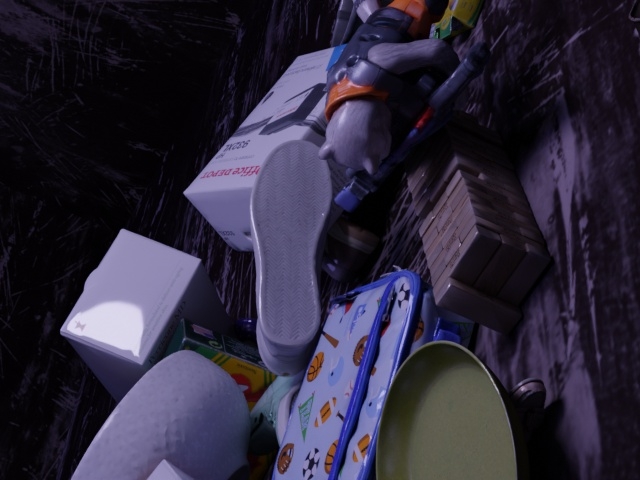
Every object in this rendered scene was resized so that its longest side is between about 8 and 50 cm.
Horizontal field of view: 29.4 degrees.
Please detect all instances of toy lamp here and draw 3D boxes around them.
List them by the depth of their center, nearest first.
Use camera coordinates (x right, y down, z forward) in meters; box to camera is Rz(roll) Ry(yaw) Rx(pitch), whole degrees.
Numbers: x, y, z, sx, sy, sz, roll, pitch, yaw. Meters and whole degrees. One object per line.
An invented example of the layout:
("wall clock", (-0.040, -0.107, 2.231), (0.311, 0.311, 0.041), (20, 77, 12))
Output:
("toy lamp", (-0.139, 0.261, 1.940), (0.080, 0.080, 0.274), (-41, 28, 56))

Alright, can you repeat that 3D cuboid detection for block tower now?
("block tower", (0.166, -0.038, 1.357), (0.097, 0.091, 0.335), (-59, 18, 27))

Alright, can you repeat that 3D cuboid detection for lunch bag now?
("lunch bag", (0.061, 0.178, 1.363), (0.243, 0.115, 0.303), (-25, 45, 63))

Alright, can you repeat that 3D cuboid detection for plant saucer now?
("plant saucer", (0.125, 0.213, 1.130), (0.241, 0.037, 0.241), (-12, 77, 62))

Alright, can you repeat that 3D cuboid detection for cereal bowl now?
("cereal bowl", (-0.187, 0.316, 1.539), (0.339, 0.141, 0.339), (-57, -15, -25))

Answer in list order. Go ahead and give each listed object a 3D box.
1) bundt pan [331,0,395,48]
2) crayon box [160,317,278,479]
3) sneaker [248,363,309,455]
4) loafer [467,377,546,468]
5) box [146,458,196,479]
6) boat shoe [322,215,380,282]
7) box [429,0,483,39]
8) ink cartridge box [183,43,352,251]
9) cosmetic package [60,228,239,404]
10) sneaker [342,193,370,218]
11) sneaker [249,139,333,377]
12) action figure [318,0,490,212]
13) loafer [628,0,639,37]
("bundt pan", (0.115, -0.417, 1.905), (0.331, 0.124, 0.330), (-166, 90, -85))
("crayon box", (-0.175, 0.296, 1.784), (0.318, 0.202, 0.081), (-64, 16, 14))
("sneaker", (-0.040, 0.254, 1.597), (0.151, 0.094, 0.256), (-54, 10, 19))
("loafer", (0.178, 0.183, 1.120), (0.125, 0.045, 0.039), (-65, 32, 31))
("box", (-0.181, 0.459, 1.350), (0.345, 0.215, 0.168), (-51, 31, -4))
("boat shoe", (0.000, 0.000, 1.816), (0.092, 0.103, 0.285), (-62, 22, -1))
("box", (0.207, -0.365, 1.763), (0.179, 0.043, 0.105), (-67, 16, -9))
("ink cartridge box", (-0.021, -0.138, 1.775), (0.223, 0.129, 0.307), (-1, 46, 54))
("cosmetic package", (-0.255, 0.164, 1.948), (0.197, 0.155, 0.365), (-62, -19, -21))
("sneaker", (0.038, -0.087, 1.875), (0.178, 0.072, 0.077), (-98, 24, -70))
("sneaker", (-0.044, 0.029, 1.582), (0.169, 0.108, 0.292), (100, 176, -64))
("action figure", (0.060, -0.191, 1.440), (0.341, 0.178, 0.330), (-50, 16, 46))
("loafer", (0.347, -0.297, 1.160), (0.220, 0.078, 0.080), (-64, 16, 8))
